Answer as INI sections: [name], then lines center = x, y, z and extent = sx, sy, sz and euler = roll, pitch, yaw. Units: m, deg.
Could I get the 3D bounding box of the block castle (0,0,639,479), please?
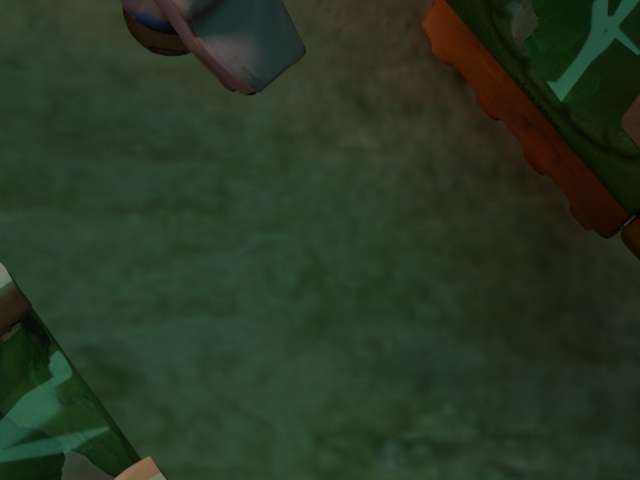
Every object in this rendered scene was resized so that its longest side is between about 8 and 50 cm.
[block castle]
center = 0.000, 0.000, 0.596
extent = 0.303, 0.213, 0.453
euler = -38, 83, -9
